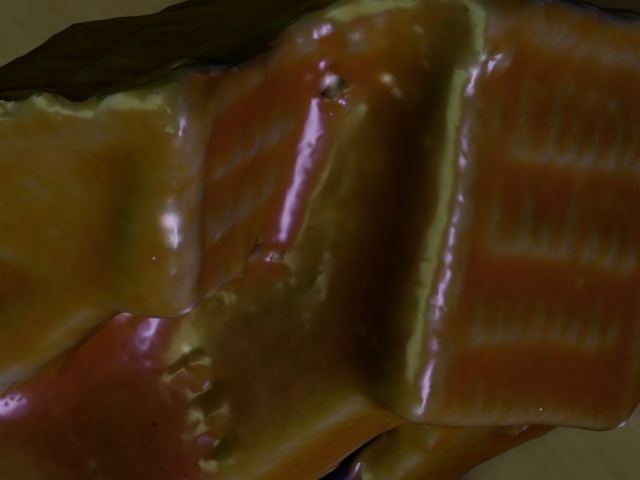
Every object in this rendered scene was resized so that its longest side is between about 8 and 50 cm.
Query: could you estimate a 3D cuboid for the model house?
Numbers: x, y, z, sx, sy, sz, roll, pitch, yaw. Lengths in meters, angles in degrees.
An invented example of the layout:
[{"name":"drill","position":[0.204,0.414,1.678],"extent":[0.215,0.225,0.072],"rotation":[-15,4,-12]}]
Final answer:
[{"name":"model house","position":[-0.005,0.004,0.539],"extent":[0.239,0.268,0.173],"rotation":[-40,61,34]}]
